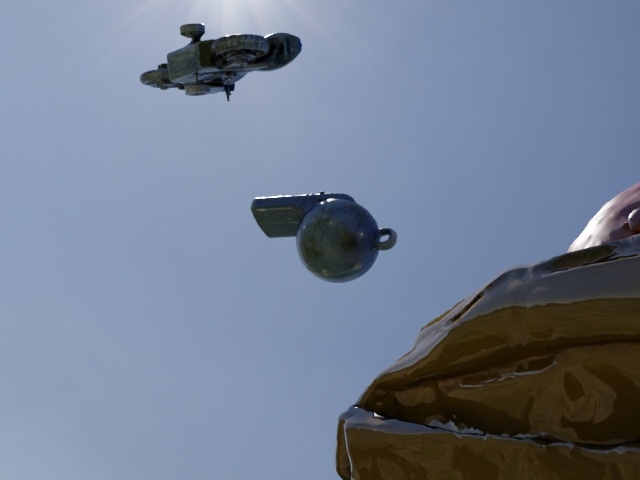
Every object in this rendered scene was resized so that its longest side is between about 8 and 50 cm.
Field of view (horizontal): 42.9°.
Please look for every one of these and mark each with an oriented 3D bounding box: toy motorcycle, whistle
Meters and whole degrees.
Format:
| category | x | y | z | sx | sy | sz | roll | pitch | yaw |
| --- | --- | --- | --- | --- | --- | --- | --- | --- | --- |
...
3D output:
| category | x | y | z | sx | sy | sz | roll | pitch | yaw |
| --- | --- | --- | --- | --- | --- | --- | --- | --- | --- |
| toy motorcycle | -0.137 | -0.243 | 1.124 | 0.255 | 0.136 | 0.092 | -5 | -89 | 47 |
| whistle | 0.000 | 0.000 | 0.796 | 0.158 | 0.090 | 0.090 | -3 | -57 | 24 |

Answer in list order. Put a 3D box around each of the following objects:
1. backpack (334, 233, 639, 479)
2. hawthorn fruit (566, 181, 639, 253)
| category | x | y | z | sx | sy | sz | roll | pitch | yaw |
| --- | --- | --- | --- | --- | --- | --- | --- | --- | --- |
| backpack | 0.199 | 0.150 | 0.390 | 0.353 | 0.201 | 0.378 | 55 | -36 | -8 |
| hawthorn fruit | 0.286 | 0.052 | 0.565 | 0.276 | 0.276 | 0.307 | 16 | -39 | 24 |
